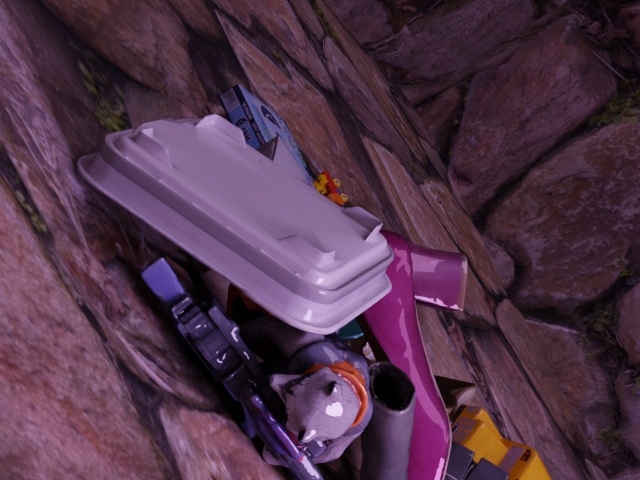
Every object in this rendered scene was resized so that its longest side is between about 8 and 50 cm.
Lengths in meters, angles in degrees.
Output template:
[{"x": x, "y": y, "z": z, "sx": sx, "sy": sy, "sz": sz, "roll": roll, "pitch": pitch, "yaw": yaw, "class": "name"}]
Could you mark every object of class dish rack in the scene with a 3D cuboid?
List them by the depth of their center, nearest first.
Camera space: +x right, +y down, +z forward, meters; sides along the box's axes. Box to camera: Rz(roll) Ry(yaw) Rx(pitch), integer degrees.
[{"x": -0.074, "y": -0.039, "z": 1.436, "sx": 0.333, "sy": 0.072, "sz": 0.285, "roll": 33, "pitch": 21, "yaw": 12, "class": "dish rack"}, {"x": 0.223, "y": 0.367, "z": 1.737, "sx": 0.208, "sy": 0.074, "sz": 0.271, "roll": 32, "pitch": -22, "yaw": 12, "class": "dish rack"}]

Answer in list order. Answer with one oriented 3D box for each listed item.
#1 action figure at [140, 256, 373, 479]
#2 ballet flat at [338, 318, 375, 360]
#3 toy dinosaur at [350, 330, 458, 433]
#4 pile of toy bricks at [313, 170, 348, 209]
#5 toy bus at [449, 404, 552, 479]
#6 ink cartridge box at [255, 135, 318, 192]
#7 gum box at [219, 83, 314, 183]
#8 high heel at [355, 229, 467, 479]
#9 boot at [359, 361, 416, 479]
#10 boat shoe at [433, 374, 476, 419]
[{"x": -0.043, "y": 0.097, "z": 1.402, "sx": 0.341, "sy": 0.178, "sz": 0.330, "roll": 56, "pitch": 2, "yaw": -28, "class": "action figure"}, {"x": 0.067, "y": 0.137, "z": 1.941, "sx": 0.241, "sy": 0.091, "sz": 0.077, "roll": -59, "pitch": 142, "yaw": -72, "class": "ballet flat"}, {"x": 0.085, "y": 0.225, "z": 1.714, "sx": 0.200, "sy": 0.127, "sz": 0.295, "roll": 68, "pitch": 20, "yaw": 9, "class": "toy dinosaur"}, {"x": 0.000, "y": 0.000, "z": 1.979, "sx": 0.105, "sy": 0.118, "sz": 0.212, "roll": -1, "pitch": 49, "yaw": -31, "class": "pile of toy bricks"}, {"x": 0.281, "y": 0.394, "z": 1.916, "sx": 0.130, "sy": 0.108, "sz": 0.333, "roll": 9, "pitch": -42, "yaw": 47, "class": "toy bus"}, {"x": -0.062, "y": -0.021, "z": 1.692, "sx": 0.176, "sy": 0.128, "sz": 0.127, "roll": 54, "pitch": 13, "yaw": -15, "class": "ink cartridge box"}, {"x": -0.081, "y": -0.155, "z": 2.133, "sx": 0.157, "sy": 0.041, "sz": 0.184, "roll": 64, "pitch": 14, "yaw": 23, "class": "gum box"}, {"x": 0.066, "y": 0.176, "z": 1.584, "sx": 0.127, "sy": 0.181, "sz": 0.377, "roll": 137, "pitch": -38, "yaw": -71, "class": "high heel"}, {"x": 0.079, "y": 0.266, "z": 1.436, "sx": 0.076, "sy": 0.209, "sz": 0.190, "roll": 1, "pitch": 31, "yaw": -21, "class": "boot"}, {"x": 0.176, "y": 0.272, "z": 2.025, "sx": 0.302, "sy": 0.109, "sz": 0.098, "roll": -22, "pitch": 120, "yaw": -78, "class": "boat shoe"}]
